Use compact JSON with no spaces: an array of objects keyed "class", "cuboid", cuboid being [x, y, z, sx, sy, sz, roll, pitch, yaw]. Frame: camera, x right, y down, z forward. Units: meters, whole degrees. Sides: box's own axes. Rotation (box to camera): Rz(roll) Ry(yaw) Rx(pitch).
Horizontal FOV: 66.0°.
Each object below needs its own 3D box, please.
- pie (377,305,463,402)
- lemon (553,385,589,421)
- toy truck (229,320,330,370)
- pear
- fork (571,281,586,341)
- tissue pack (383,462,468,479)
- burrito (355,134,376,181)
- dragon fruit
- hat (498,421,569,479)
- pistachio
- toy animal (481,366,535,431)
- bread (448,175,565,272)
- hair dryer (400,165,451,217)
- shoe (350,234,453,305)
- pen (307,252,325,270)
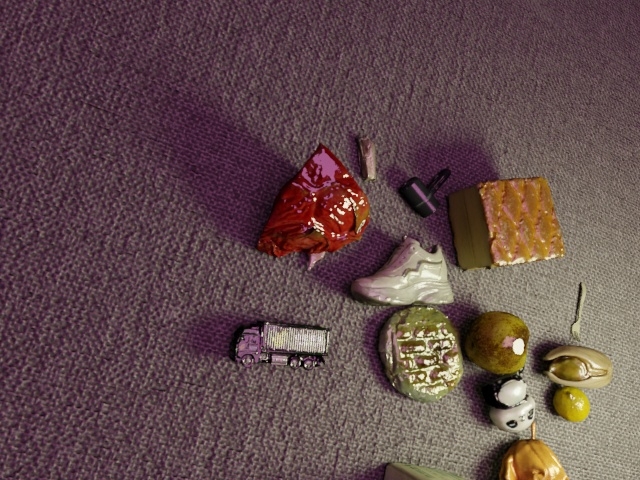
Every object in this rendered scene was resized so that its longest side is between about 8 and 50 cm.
[{"class":"pie","cuboid":[0.315,0.341,1.495,0.307,0.071,0.306,2,84,-21]},{"class":"lemon","cuboid":[0.836,0.546,1.641,0.109,0.109,0.133,-38,118,-20]},{"class":"toy truck","cuboid":[-0.111,0.284,1.336,0.259,0.088,0.121,9,81,-20]},{"class":"pear","cuboid":[0.542,0.311,1.525,0.197,0.197,0.197,3,82,-20]},{"class":"fork","cuboid":[0.924,0.253,1.761,0.034,0.028,0.219,17,73,-10]},{"class":"tissue pack","cuboid":[0.362,0.752,1.294,0.297,0.380,0.207,18,77,-16]},{"class":"burrito","cuboid":[0.145,-0.255,1.524,0.055,0.041,0.149,-7,85,-8]},{"class":"dragon fruit","cuboid":[-0.035,-0.064,1.377,0.330,0.240,0.302,-40,109,5]},{"class":"hat","cuboid":[0.667,0.682,1.523,0.234,0.244,0.233,24,62,-24]},{"class":"pistachio","cuboid":[0.855,0.420,1.640,0.238,0.153,0.137,8,78,-13]},{"class":"toy animal","cuboid":[0.600,0.505,1.543,0.166,0.138,0.179,-17,84,-5]},{"class":"bread","cuboid":[0.584,-0.050,1.572,0.279,0.207,0.278,-10,84,-19]},{"class":"hair dryer","cuboid":[0.360,-0.183,1.587,0.219,0.071,0.124,-43,98,-27]},{"class":"shoe","cuboid":[0.240,0.090,1.474,0.342,0.132,0.210,1,80,-25]},{"class":"pen","cuboid":[0.000,0.000,1.443,0.053,0.032,0.197,26,73,-16]}]
